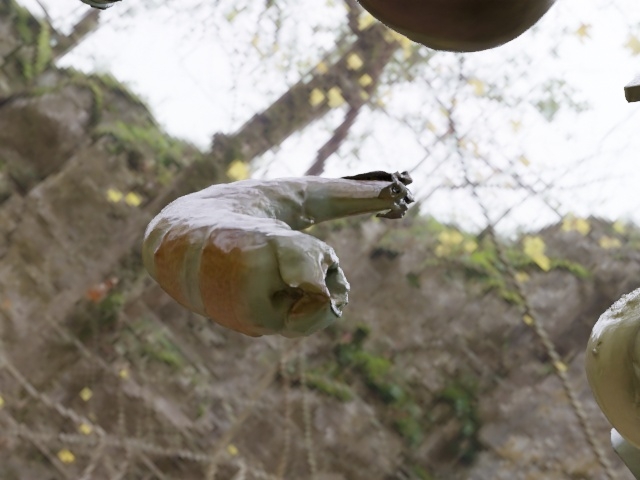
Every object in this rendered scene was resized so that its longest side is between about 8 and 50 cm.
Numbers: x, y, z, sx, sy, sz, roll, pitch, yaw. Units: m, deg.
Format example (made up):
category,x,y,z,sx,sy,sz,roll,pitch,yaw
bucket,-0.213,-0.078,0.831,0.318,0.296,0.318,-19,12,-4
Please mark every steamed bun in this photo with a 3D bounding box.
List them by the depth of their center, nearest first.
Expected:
category,x,y,z,sx,sy,sz,roll,pitch,yaw
steamed bun,0.226,0.080,0.863,0.112,0.130,0.091,59,-26,3

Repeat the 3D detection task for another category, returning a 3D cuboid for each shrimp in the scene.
category,x,y,z,sx,sy,sz,roll,pitch,yaw
shrimp,0.000,0.000,0.665,0.161,0.166,0.049,20,-63,52

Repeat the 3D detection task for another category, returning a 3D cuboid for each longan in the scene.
category,x,y,z,sx,sy,sz,roll,pitch,yaw
longan,0.144,-0.337,1.436,0.297,0.297,0.297,37,-25,21

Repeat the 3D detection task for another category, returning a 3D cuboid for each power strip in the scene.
category,x,y,z,sx,sy,sz,roll,pitch,yaw
power strip,0.279,-0.131,1.138,0.040,0.090,0.016,-6,-75,27

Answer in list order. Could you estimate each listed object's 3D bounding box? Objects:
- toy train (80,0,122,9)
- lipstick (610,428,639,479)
category,x,y,z,sx,sy,sz,roll,pitch,yaw
toy train,-0.089,-0.222,0.717,0.047,0.208,0.043,15,2,31
lipstick,0.377,0.129,1.193,0.079,0.253,0.077,53,14,0
